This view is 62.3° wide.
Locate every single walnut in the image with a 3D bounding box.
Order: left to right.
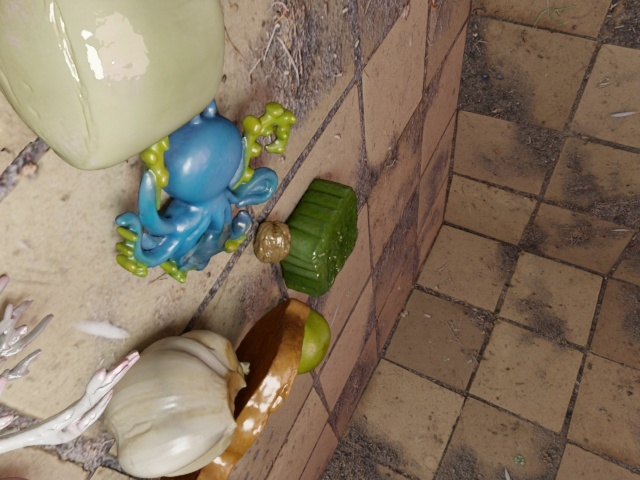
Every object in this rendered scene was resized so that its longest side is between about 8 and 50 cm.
[{"bbox_3d":[-0.100,0.006,1.100,0.079,0.082,0.096,-10,124,-35],"label":"walnut"}]

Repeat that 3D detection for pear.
[{"bbox_3d":[-0.065,0.224,1.310,0.180,0.166,0.215,-29,115,-43],"label":"pear"}]

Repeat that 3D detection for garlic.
[{"bbox_3d":[-0.238,0.244,0.828,0.184,0.203,0.281,60,10,-29],"label":"garlic"}]

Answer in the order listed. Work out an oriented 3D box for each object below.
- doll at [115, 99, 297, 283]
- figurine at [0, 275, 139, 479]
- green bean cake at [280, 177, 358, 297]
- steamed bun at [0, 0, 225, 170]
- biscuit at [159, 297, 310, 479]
[{"bbox_3d":[-0.181,-0.077,0.808,0.346,0.099,0.341,-39,157,-43],"label":"doll"},{"bbox_3d":[-0.345,0.221,0.536,0.284,0.207,0.315,-43,154,-41],"label":"figurine"},{"bbox_3d":[0.000,0.000,1.280,0.248,0.125,0.222,-57,157,-32],"label":"green bean cake"},{"bbox_3d":[-0.196,-0.199,0.493,0.200,0.155,0.249,-47,137,-44],"label":"steamed bun"},{"bbox_3d":[-0.160,0.308,1.009,0.455,0.078,0.350,-57,-164,-11],"label":"biscuit"}]
